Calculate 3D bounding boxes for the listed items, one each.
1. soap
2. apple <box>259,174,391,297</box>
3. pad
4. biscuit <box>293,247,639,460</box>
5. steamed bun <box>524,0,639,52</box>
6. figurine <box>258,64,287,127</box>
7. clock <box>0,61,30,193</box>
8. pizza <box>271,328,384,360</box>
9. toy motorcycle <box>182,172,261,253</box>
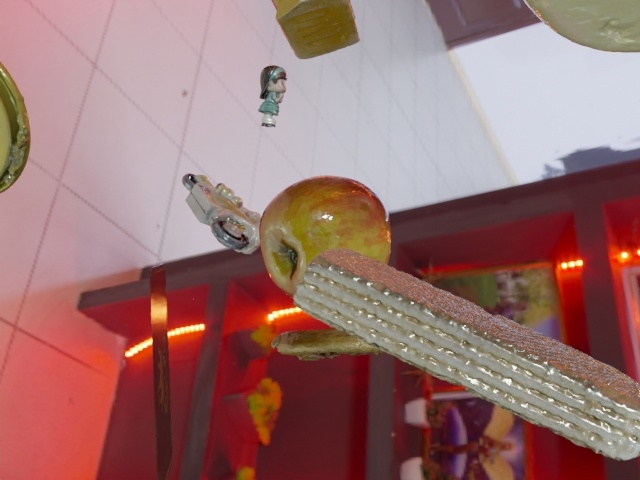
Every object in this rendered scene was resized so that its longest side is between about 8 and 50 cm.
[{"bbox_3d":[-0.009,-0.435,1.465,0.232,0.140,0.073,44,29,-75],"label":"soap"},{"bbox_3d":[0.000,0.000,1.626,0.301,0.302,0.301,38,46,-54],"label":"apple"},{"bbox_3d":[-0.243,0.225,1.326,0.315,0.063,0.375,-169,-102,-83],"label":"pad"},{"bbox_3d":[0.180,0.125,0.920,0.078,0.426,0.144,-68,167,13],"label":"biscuit"},{"bbox_3d":[0.359,-0.378,0.837,0.333,0.312,0.232,61,39,-51],"label":"steamed bun"},{"bbox_3d":[-0.082,-0.245,1.301,0.060,0.047,0.105,-9,108,-77],"label":"figurine"},{"bbox_3d":[-0.494,-0.157,1.005,0.057,0.237,0.237,-54,128,-62],"label":"clock"},{"bbox_3d":[0.056,0.193,1.447,0.197,0.292,0.058,45,41,-81],"label":"pizza"},{"bbox_3d":[-0.236,-0.064,2.000,0.223,0.107,0.340,22,20,-42],"label":"toy motorcycle"}]
